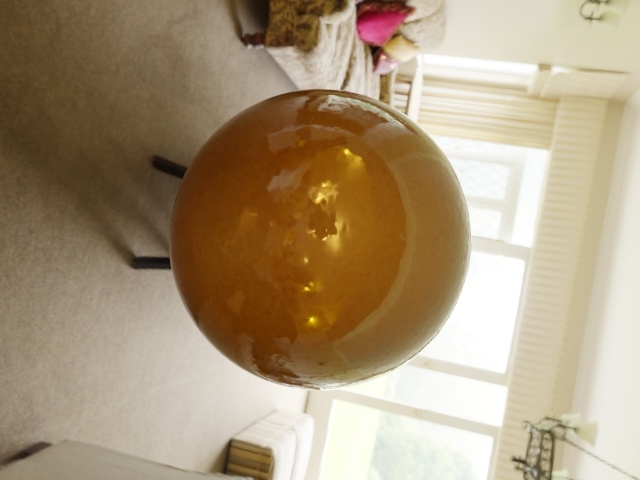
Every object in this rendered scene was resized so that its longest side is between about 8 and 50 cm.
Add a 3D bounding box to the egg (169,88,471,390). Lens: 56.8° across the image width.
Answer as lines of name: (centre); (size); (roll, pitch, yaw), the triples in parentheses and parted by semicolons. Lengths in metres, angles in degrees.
egg: (0.000, 0.000, 0.528); (0.322, 0.250, 0.250); (36, 64, -88)
